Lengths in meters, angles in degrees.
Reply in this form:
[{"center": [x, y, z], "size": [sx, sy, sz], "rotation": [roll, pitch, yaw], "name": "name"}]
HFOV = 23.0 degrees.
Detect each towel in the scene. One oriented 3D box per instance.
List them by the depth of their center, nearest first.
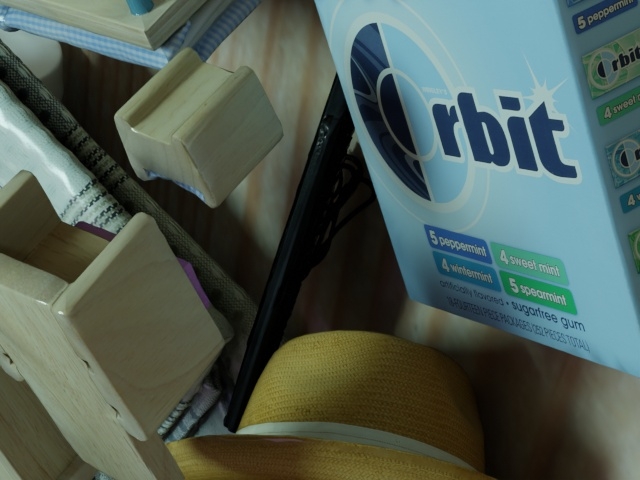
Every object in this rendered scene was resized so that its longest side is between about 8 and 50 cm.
[{"center": [-0.182, 0.050, 0.932], "size": [0.324, 0.056, 0.312], "rotation": [45, 135, 5], "name": "towel"}]

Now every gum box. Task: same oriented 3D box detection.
[{"center": [0.064, -0.052, 0.581], "size": [0.157, 0.041, 0.184], "rotation": [17, 130, 59], "name": "gum box"}]

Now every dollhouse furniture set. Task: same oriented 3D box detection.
[{"center": [-0.075, -0.049, 0.712], "size": [0.286, 0.303, 0.198], "rotation": [19, 147, 35], "name": "dollhouse furniture set"}]

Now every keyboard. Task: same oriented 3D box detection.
[{"center": [0.000, 0.000, 0.731], "size": [0.100, 0.038, 0.192], "rotation": [-75, 4, -52], "name": "keyboard"}]

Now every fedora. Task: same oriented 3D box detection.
[{"center": [0.018, 0.090, 0.696], "size": [0.194, 0.194, 0.079], "rotation": [-29, 45, 60], "name": "fedora"}]

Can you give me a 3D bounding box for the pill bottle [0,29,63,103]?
[{"center": [-0.219, -0.029, 1.036], "size": [0.121, 0.121, 0.221], "rotation": [44, 140, 41], "name": "pill bottle"}]
